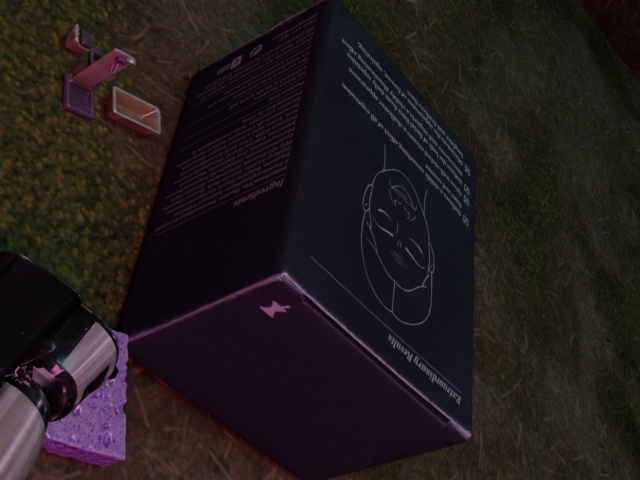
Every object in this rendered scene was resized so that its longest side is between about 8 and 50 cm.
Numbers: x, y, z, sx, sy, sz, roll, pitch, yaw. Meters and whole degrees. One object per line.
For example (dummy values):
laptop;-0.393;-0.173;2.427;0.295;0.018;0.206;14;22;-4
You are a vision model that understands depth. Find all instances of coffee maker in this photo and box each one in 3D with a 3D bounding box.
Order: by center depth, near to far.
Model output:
coffee maker;-0.245;0.091;0.707;0.171;0.120;0.178;54;35;-19

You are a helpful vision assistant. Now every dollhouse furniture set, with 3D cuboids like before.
dollhouse furniture set;-0.187;-0.166;1.048;0.114;0.081;0.091;24;51;-47

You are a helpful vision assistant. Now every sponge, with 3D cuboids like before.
sponge;-0.243;0.102;0.841;0.210;0.031;0.117;30;47;-44

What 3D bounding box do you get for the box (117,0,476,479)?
box;0.000;0.000;1.098;0.293;0.212;0.395;44;38;-33
